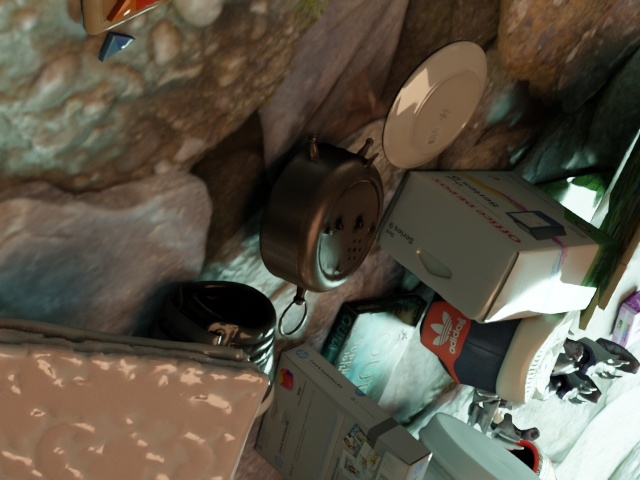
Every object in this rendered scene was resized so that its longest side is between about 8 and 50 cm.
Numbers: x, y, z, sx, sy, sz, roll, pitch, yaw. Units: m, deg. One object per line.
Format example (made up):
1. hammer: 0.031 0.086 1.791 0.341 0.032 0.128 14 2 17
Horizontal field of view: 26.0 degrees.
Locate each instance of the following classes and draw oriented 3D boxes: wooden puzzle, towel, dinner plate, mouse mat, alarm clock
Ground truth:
1. wooden puzzle: -0.132 -0.181 0.961 0.078 0.014 0.116 -33 146 -26
2. towel: -0.238 0.194 1.058 0.331 0.053 0.317 10 119 -22
3. dinner plate: 0.116 -0.127 1.340 0.141 0.017 0.141 -32 146 -26
4. mouse mat: 0.280 -0.016 1.680 0.189 0.007 0.153 -12 132 -45
5. alarm clock: 0.000 0.000 1.248 0.129 0.064 0.192 -5 117 -58

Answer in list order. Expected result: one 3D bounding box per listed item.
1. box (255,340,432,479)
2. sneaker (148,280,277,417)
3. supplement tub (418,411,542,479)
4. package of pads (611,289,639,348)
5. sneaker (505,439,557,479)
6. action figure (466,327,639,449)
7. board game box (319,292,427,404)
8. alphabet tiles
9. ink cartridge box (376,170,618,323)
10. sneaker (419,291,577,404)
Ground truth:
1. box: 0.019 0.215 1.411 0.038 0.186 0.145 -22 139 -42
2. sneaker: -0.149 0.126 1.193 0.295 0.104 0.147 -28 139 -40
3. supplement tub: 0.126 0.399 1.699 0.325 0.235 0.235 -54 149 7
4. package of pads: 0.455 0.116 2.023 0.050 0.032 0.083 -34 145 -31
5. sneaker: 0.232 0.399 1.984 0.270 0.090 0.145 -47 148 -12
6. action figure: 0.293 0.180 1.822 0.285 0.099 0.185 -3 131 -47
7. board game box: 0.037 0.144 1.515 0.126 0.026 0.186 -6 128 -49
8. alphabet tiles: 0.357 -0.063 1.554 0.342 0.011 0.285 -59 172 -64
9. ink cartridge box: 0.184 0.003 1.430 0.212 0.154 0.093 -5 126 -50
10. sneaker: 0.197 0.102 1.571 0.350 0.148 0.131 21 91 -75
